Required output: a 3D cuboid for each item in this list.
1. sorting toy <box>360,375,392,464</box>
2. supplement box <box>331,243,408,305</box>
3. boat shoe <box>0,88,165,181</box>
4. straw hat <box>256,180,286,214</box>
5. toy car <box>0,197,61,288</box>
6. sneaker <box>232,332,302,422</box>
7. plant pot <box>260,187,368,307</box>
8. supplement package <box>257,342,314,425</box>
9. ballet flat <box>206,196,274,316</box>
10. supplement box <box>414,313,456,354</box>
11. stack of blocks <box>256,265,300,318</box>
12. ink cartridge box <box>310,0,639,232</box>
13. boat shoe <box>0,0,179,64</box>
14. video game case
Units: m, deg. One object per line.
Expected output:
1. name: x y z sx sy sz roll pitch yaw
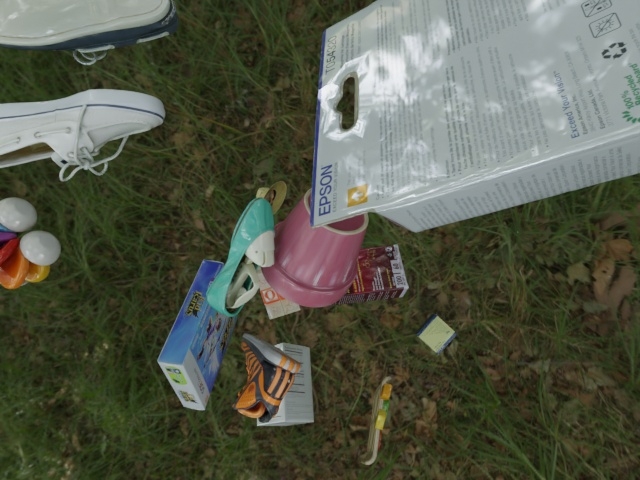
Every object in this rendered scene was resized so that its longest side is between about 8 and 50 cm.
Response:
1. sorting toy: 0.162 0.490 1.184 0.041 0.307 0.229 13 65 7
2. supplement box: 0.096 0.092 1.143 0.239 0.073 0.130 -6 63 -6
3. boat shoe: -0.485 -0.189 0.849 0.367 0.136 0.156 -7 83 -4
4. straw hat: -0.178 -0.145 1.432 0.061 0.144 0.144 29 102 19
5. toy car: -0.634 0.015 0.863 0.159 0.136 0.182 -31 95 22
6. sneaker: -0.173 0.356 1.141 0.125 0.321 0.180 31 78 -17
7. plant pot: 0.000 0.000 0.855 0.201 0.201 0.180 44 134 17
8. supplement package: -0.120 0.482 1.455 0.139 0.134 0.244 -25 57 35
9. ballet flat: -0.131 0.042 0.805 0.087 0.083 0.247 38 113 23
10. supplement box: 0.338 0.274 1.281 0.083 0.056 0.083 42 87 9
11. stack of blocks: -0.128 0.082 1.247 0.087 0.297 0.171 -17 104 -2
12. ink cartridge box: 0.149 -0.175 0.462 0.330 0.071 0.324 -16 56 31
13. boat shoe: -0.327 -0.301 0.599 0.255 0.079 0.095 -16 83 -5
14. video game case: -0.277 0.226 1.040 0.061 0.269 0.244 9 139 5
